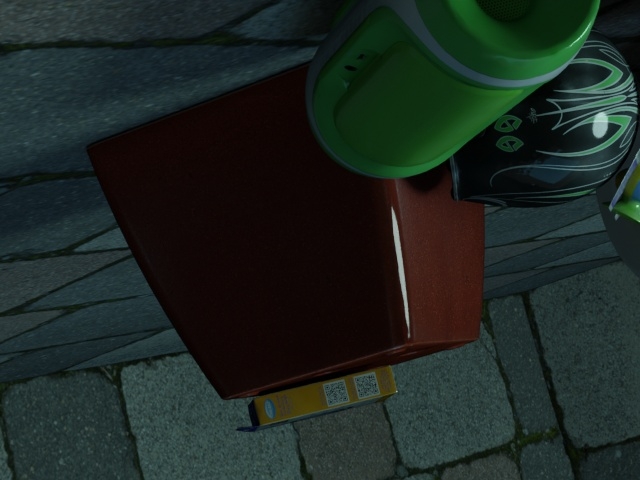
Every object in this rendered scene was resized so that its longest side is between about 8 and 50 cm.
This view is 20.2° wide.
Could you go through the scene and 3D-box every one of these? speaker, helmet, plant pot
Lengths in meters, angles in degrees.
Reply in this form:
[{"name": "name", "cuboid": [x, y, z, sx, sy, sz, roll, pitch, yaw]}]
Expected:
[{"name": "speaker", "cuboid": [0.078, -0.128, 1.199, 0.131, 0.131, 0.296, -12, 172, -18]}, {"name": "helmet", "cuboid": [0.175, -0.103, 1.439, 0.161, 0.169, 0.169, -10, 172, 3]}, {"name": "plant pot", "cuboid": [0.000, 0.000, 1.545, 0.267, 0.236, 0.267, -18, 172, 23]}]

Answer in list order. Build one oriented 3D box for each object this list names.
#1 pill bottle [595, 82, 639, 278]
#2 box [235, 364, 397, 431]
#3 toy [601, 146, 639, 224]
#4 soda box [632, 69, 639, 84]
[{"name": "pill bottle", "cuboid": [0.462, -0.082, 1.728, 0.361, 0.204, 0.204, -13, 172, -25]}, {"name": "box", "cuboid": [-0.007, 0.137, 1.533, 0.136, 0.028, 0.081, -11, 172, -8]}, {"name": "toy", "cuboid": [0.313, -0.114, 1.467, 0.237, 0.056, 0.137, -58, 167, 3]}, {"name": "soda box", "cuboid": [0.433, -0.139, 1.886, 0.286, 0.098, 0.091, -11, 171, -25]}]
